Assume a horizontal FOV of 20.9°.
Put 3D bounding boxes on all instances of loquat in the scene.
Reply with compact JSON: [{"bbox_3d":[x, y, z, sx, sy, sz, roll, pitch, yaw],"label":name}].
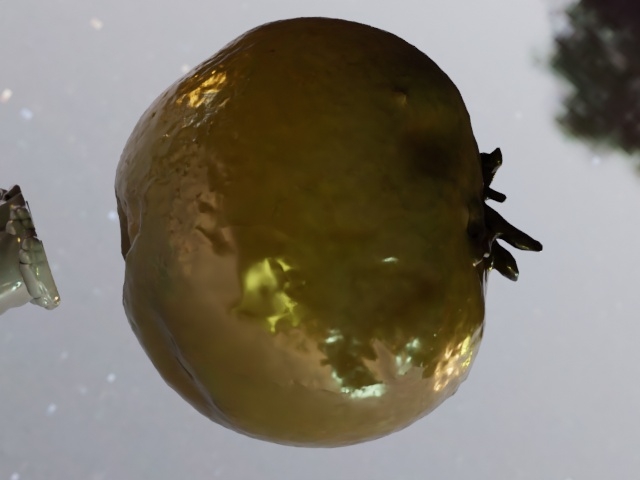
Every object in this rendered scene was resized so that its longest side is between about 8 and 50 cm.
[{"bbox_3d":[-0.001,-0.005,0.862,0.213,0.213,0.213,32,-155,-17],"label":"loquat"}]

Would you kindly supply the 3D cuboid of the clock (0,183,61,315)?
[{"bbox_3d":[-0.261,0.018,1.278,0.176,0.117,0.080,-129,23,-68],"label":"clock"}]
